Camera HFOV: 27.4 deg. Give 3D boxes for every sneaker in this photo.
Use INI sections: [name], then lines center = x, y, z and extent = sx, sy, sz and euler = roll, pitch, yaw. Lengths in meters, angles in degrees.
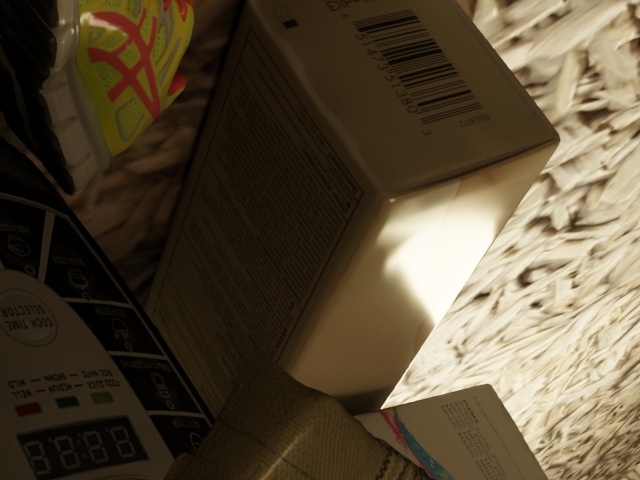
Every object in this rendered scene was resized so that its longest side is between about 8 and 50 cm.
[sneaker]
center = -0.097, -0.105, 0.553
extent = 0.094, 0.081, 0.208
euler = -35, 164, -19

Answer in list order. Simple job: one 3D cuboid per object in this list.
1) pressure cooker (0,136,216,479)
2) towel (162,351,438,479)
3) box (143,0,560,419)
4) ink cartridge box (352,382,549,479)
[pressure cooker]
center = -0.193, 0.192, 0.560
extent = 0.370, 0.420, 0.375
euler = -29, 156, -8
[towel]
center = -0.034, 0.217, 0.416
extent = 0.324, 0.056, 0.312
euler = -55, 141, -9
[box]
center = 0.000, 0.000, 0.786
extent = 0.121, 0.148, 0.311
euler = -19, 155, -30
[ink cartridge box]
center = -0.002, 0.215, 0.871
extent = 0.226, 0.131, 0.306
euler = -40, 158, 29
